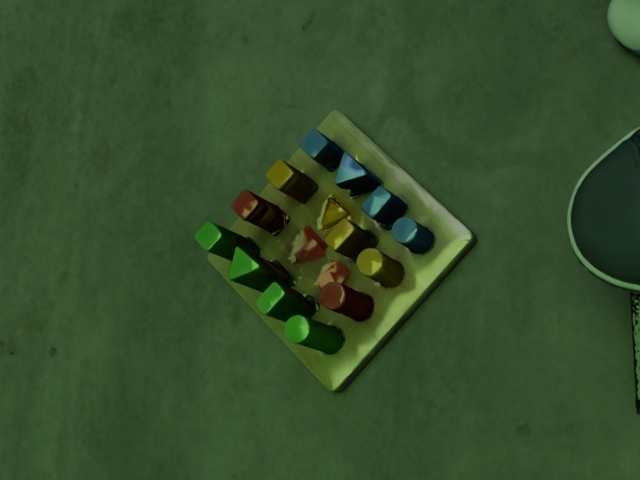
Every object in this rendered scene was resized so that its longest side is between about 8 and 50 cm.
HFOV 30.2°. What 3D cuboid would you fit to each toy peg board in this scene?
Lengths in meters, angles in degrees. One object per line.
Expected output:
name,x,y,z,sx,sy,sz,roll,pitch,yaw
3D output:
toy peg board,0.000,0.000,0.893,0.160,0.079,0.161,-49,64,7

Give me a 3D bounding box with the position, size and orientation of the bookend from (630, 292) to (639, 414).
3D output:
bookend,0.282,0.032,0.761,0.157,0.072,0.156,-6,77,22

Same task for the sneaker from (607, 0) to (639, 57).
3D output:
sneaker,0.287,-0.151,0.775,0.237,0.086,0.085,19,78,46

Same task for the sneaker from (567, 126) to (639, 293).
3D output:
sneaker,0.288,-0.046,0.667,0.321,0.127,0.126,-13,75,22
